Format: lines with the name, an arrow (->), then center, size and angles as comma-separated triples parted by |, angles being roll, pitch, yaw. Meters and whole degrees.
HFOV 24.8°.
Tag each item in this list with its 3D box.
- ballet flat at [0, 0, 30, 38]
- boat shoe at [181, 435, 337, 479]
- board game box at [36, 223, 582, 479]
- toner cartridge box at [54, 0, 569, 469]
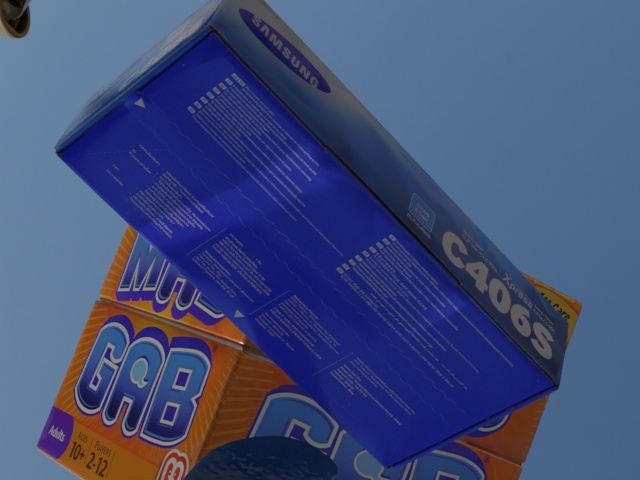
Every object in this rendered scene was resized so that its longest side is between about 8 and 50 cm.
ballet flat -> -0.258, -0.265, 1.231 | 0.073, 0.232, 0.080 | 25, -132, 0
boat shoe -> -0.080, 0.221, 1.091 | 0.109, 0.089, 0.258 | 26, -156, 27
board game box -> -0.020, 0.145, 1.527 | 0.356, 0.356, 0.356 | 10, -103, 59
toner cartridge box -> 0.000, 0.000, 1.010 | 0.165, 0.348, 0.075 | -32, -158, 33
